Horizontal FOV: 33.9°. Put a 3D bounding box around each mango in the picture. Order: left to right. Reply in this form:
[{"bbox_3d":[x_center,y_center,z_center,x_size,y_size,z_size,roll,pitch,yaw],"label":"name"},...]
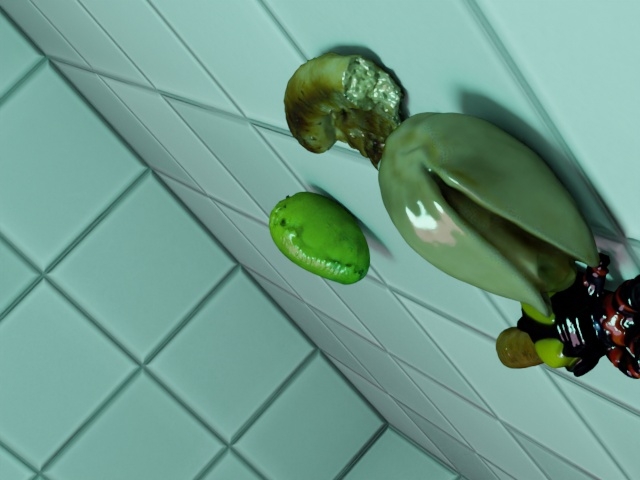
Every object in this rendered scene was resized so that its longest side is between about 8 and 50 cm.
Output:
[{"bbox_3d":[0.000,0.000,1.586,0.178,0.119,0.100,41,151,18],"label":"mango"}]

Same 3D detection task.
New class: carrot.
[{"bbox_3d":[0.274,0.124,1.267,0.057,0.057,0.224,44,166,-2],"label":"carrot"}]

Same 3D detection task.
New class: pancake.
[{"bbox_3d":[0.058,-0.102,1.150,0.244,0.057,0.266,45,168,-15],"label":"pancake"}]

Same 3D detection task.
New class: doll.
[{"bbox_3d":[0.258,0.075,1.035,0.088,0.127,0.249,11,180,-15],"label":"doll"}]

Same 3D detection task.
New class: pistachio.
[{"bbox_3d":[0.145,-0.027,0.927,0.215,0.144,0.144,40,170,-12],"label":"pistachio"}]

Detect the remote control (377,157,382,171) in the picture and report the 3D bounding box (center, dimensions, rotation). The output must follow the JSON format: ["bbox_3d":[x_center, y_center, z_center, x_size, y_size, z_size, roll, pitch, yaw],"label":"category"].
[{"bbox_3d":[0.141,-0.031,1.046,0.190,0.029,0.087,33,-168,1],"label":"remote control"}]
